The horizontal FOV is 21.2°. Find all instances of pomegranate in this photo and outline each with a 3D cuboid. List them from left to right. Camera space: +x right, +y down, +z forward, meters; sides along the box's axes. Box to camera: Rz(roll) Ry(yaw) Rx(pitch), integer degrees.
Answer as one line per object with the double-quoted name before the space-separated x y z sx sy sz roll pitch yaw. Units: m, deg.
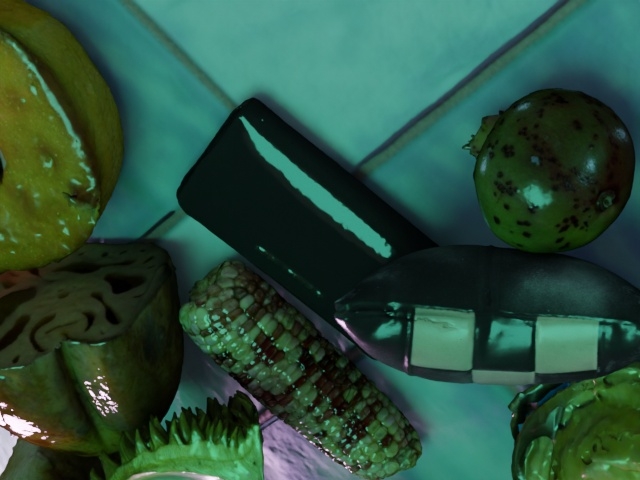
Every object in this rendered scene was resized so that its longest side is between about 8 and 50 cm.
"pomegranate" 0.166 -0.054 1.255 0.130 0.130 0.130 13 127 18

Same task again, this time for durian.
"durian" -0.097 0.283 1.520 0.198 0.163 0.394 28 124 31

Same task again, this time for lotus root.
"lotus root" -0.212 0.116 1.514 0.188 0.199 0.180 6 125 31

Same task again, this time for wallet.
"wallet" 0.000 0.000 1.429 0.250 0.044 0.149 39 134 -5

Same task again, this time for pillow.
"pillow" 0.141 0.057 1.295 0.250 0.186 0.106 3 88 5

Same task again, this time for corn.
"corn" -0.015 0.122 1.495 0.253 0.086 0.086 43 130 -10

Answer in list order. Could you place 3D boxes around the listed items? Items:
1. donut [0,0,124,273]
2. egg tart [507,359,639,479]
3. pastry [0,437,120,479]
"donut" -0.280 -0.093 1.454 0.253 0.118 0.253 14 130 17
"egg tart" 0.279 0.209 1.397 0.291 0.107 0.291 13 127 17
"pastry" -0.228 0.264 1.644 0.093 0.182 0.192 -25 121 34
